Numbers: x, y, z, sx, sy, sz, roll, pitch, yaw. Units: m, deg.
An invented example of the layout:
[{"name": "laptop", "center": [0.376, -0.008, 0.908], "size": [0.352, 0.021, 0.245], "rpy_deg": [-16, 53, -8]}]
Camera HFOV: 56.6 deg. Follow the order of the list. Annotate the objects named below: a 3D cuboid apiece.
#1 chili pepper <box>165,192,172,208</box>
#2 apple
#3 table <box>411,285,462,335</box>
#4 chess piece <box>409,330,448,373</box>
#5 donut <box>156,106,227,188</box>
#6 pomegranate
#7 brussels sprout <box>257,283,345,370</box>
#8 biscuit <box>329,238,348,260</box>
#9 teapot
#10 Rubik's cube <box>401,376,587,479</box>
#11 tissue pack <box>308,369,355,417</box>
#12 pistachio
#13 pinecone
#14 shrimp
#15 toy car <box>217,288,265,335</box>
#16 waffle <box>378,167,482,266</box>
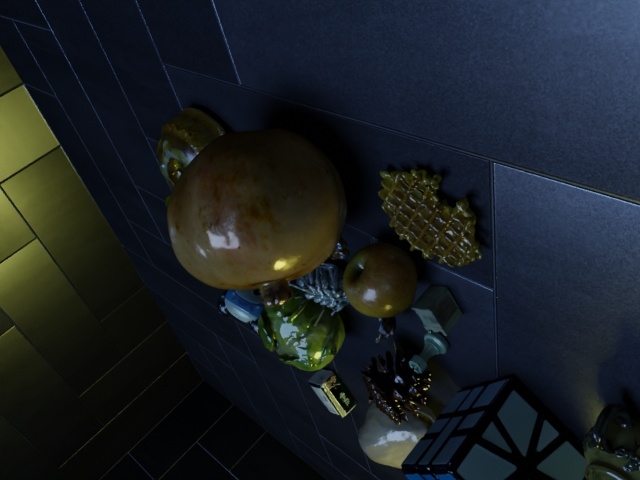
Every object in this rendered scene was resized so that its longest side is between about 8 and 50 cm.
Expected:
[{"name": "chili pepper", "center": [-0.425, -0.115, 1.743], "size": [0.201, 0.050, 0.052], "rpy_deg": [-3, 93, 63]}, {"name": "apple", "center": [0.140, 0.094, 1.363], "size": [0.155, 0.183, 0.182], "rpy_deg": [26, 163, -27]}, {"name": "table", "center": [0.267, 0.161, 1.358], "size": [0.062, 0.079, 0.083], "rpy_deg": [-3, 126, 56]}, {"name": "chess piece", "center": [0.268, 0.284, 1.494], "size": [0.067, 0.103, 0.067], "rpy_deg": [35, 150, 23]}, {"name": "donut", "center": [-0.345, -0.206, 1.680], "size": [0.330, 0.159, 0.330], "rpy_deg": [42, 152, 29]}, {"name": "pomegranate", "center": [-0.144, -0.045, 1.333], "size": [0.411, 0.411, 0.412], "rpy_deg": [35, 151, 23]}, {"name": "brussels sprout", "center": [-0.057, 0.271, 1.818], "size": [0.259, 0.227, 0.294], "rpy_deg": [38, 140, 6]}, {"name": "biscuit", "center": [0.000, 0.000, 1.594], "size": [0.175, 0.026, 0.124], "rpy_deg": [23, 145, 40]}, {"name": "teapot", "center": [0.583, 0.442, 1.154], "size": [0.173, 0.182, 0.270], "rpy_deg": [5, 131, 55]}, {"name": "Rubik's cube", "center": [0.414, 0.537, 1.423], "size": [0.288, 0.293, 0.283], "rpy_deg": [46, 151, 6]}, {"name": "tissue pack", "center": [0.043, 0.574, 2.240], "size": [0.103, 0.090, 0.170], "rpy_deg": [-2, 124, 57]}, {"name": "pistachio", "center": [0.242, 0.590, 1.835], "size": [0.332, 0.207, 0.226], "rpy_deg": [-47, 64, 50]}, {"name": "pinecone", "center": [0.213, 0.388, 1.621], "size": [0.207, 0.207, 0.208], "rpy_deg": [35, 151, 23]}, {"name": "shrimp", "center": [0.033, 0.142, 1.611], "size": [0.410, 0.166, 0.222], "rpy_deg": [18, 141, 25]}, {"name": "toy car", "center": [-0.207, 0.200, 1.980], "size": [0.188, 0.190, 0.255], "rpy_deg": [27, 179, 20]}, {"name": "waffle", "center": [0.217, -0.044, 1.185], "size": [0.228, 0.051, 0.232], "rpy_deg": [14, 139, 48]}]
